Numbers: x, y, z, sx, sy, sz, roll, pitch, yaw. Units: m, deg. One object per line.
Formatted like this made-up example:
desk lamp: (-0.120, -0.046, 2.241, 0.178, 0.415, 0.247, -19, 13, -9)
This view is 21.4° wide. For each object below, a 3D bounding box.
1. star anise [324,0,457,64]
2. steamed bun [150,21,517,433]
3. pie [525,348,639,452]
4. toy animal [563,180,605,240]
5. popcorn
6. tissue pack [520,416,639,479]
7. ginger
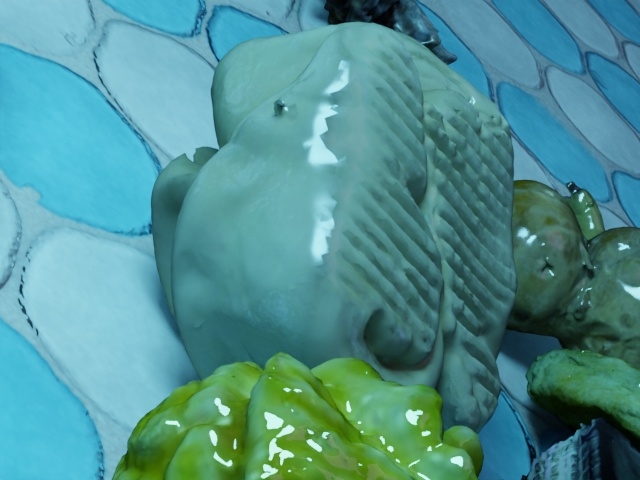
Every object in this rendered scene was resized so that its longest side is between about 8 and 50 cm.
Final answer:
star anise: (0.058, -0.294, 2.074, 0.236, 0.109, 0.223, 47, 17, -28)
steamed bun: (0.000, 0.000, 1.386, 0.342, 0.255, 0.367, 43, 49, -48)
pie: (0.318, 0.195, 1.670, 0.277, 0.078, 0.277, 29, -14, 8)
toy animal: (0.322, 0.043, 1.974, 0.103, 0.101, 0.218, 15, 39, -45)
popcorn: (-0.011, 0.195, 1.066, 0.282, 0.282, 0.247, 35, 29, -21)
tissue pack: (0.284, 0.336, 1.474, 0.245, 0.123, 0.332, 41, 28, -16)
ginger: (0.271, 0.042, 1.792, 0.375, 0.176, 0.256, 18, 34, -10)
